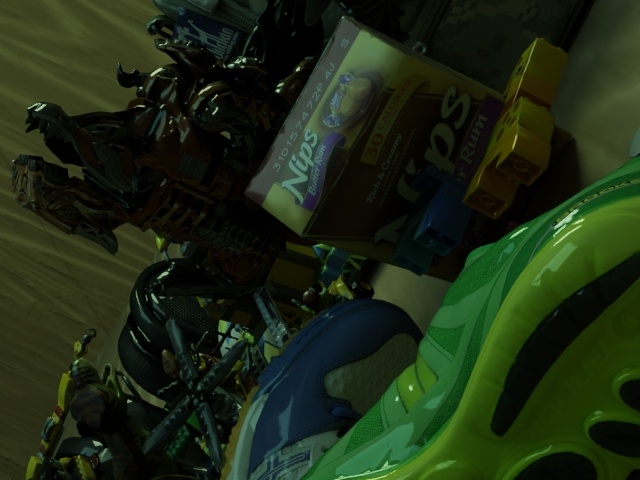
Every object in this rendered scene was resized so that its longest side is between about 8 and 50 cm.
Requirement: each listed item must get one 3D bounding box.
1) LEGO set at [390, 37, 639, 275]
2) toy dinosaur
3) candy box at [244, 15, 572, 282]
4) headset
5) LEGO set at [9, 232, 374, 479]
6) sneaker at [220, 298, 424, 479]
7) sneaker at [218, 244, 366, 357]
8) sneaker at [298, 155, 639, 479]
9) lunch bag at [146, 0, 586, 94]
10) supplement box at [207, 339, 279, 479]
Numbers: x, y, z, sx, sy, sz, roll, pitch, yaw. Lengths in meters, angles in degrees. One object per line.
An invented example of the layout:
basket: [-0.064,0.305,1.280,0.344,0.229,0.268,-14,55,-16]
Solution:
LEGO set: [0.109,-0.038,0.892,0.227,0.087,0.093,-45,20,58]
toy dinosaur: [-0.020,-0.074,1.025,0.322,0.164,0.218,-11,-68,-52]
candy box: [0.052,-0.042,0.972,0.053,0.186,0.109,37,102,36]
headset: [-0.106,0.148,1.494,0.243,0.185,0.394,-65,-6,5]
LEGO set: [-0.124,0.128,1.136,0.331,0.192,0.255,-50,39,27]
sneaker: [0.005,0.164,0.896,0.131,0.112,0.296,-10,52,56]
sneaker: [0.000,0.000,1.357,0.126,0.091,0.240,-49,15,52]
sneaker: [0.075,0.078,0.739,0.295,0.109,0.123,-48,5,37]
lunch bag: [0.051,-0.220,1.207,0.305,0.256,0.212,-62,9,-2]
supplement box: [-0.036,0.130,1.273,0.083,0.056,0.083,-60,9,13]
